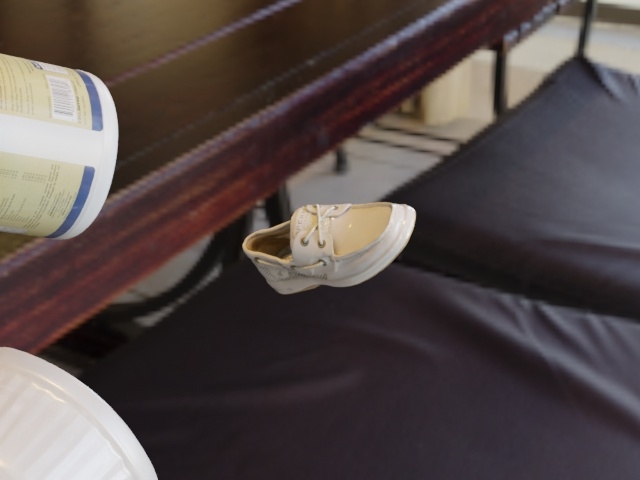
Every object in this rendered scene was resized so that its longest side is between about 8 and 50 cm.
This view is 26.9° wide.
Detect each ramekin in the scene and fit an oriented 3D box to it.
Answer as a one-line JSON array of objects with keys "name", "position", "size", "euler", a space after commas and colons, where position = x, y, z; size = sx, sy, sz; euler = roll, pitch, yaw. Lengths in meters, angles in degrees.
[{"name": "ramekin", "position": [-0.288, 0.241, 1.215], "size": [0.273, 0.273, 0.127], "euler": [11, 34, 21]}]

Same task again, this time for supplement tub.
[{"name": "supplement tub", "position": [-0.441, -0.129, 1.688], "size": [0.316, 0.228, 0.228], "euler": [9, 17, -36]}]

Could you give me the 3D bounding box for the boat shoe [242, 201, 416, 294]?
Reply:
[{"name": "boat shoe", "position": [0.000, 0.000, 1.670], "size": [0.277, 0.096, 0.098], "euler": [-20, 41, 46]}]
